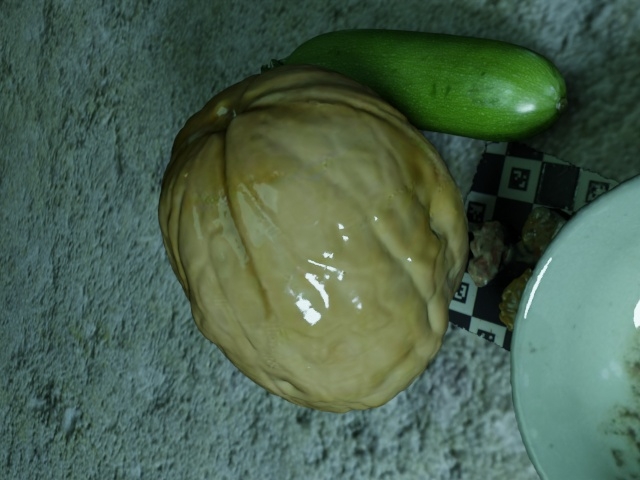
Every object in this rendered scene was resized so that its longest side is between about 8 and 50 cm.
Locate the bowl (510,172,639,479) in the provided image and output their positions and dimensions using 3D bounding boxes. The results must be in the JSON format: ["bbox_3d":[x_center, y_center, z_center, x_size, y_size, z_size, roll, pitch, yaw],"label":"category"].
[{"bbox_3d":[0.291,0.091,0.538,0.289,0.146,0.289,-2,87,45],"label":"bowl"}]

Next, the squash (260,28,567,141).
[{"bbox_3d":[0.072,-0.161,0.792,0.379,0.101,0.101,16,99,45],"label":"squash"}]

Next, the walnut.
[{"bbox_3d":[-0.002,0.001,0.722,0.252,0.313,0.277,-36,39,-1],"label":"walnut"}]

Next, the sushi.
[{"bbox_3d":[0.192,0.020,0.707,0.210,0.040,0.192,29,107,41],"label":"sushi"}]
